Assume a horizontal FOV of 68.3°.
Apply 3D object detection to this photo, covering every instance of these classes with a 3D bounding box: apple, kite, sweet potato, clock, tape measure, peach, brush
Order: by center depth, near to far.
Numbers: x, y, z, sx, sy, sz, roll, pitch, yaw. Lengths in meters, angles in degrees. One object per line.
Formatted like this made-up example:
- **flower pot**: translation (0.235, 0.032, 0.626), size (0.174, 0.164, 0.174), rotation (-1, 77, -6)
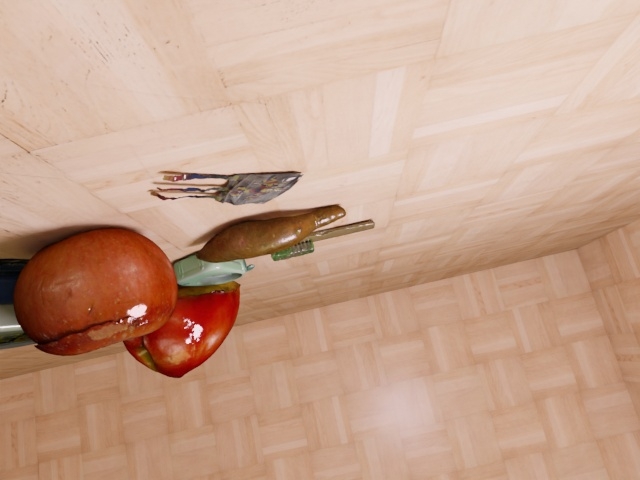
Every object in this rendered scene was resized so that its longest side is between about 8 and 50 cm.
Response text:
- **kite**: translation (-0.151, -0.086, 0.785), size (0.245, 0.015, 0.141), rotation (-3, 160, -37)
- **apple**: translation (-0.405, 0.091, 0.872), size (0.271, 0.207, 0.251), rotation (-16, 176, 24)
- **tape measure**: translation (-0.647, 0.141, 0.978), size (0.262, 0.138, 0.259), rotation (-24, 160, 39)
- **sweet potato**: translation (-0.115, -0.014, 0.983), size (0.345, 0.079, 0.108), rotation (-15, -166, 5)
- **brush**: translation (0.000, 0.000, 1.186), size (0.282, 0.048, 0.054), rotation (-14, 168, -1)
- **clock**: translation (-0.262, 0.072, 1.194), size (0.148, 0.060, 0.188), rotation (-20, 164, 25)
- **peach**: translation (-0.355, 0.191, 1.266), size (0.281, 0.281, 0.338), rotation (-30, -164, 50)
